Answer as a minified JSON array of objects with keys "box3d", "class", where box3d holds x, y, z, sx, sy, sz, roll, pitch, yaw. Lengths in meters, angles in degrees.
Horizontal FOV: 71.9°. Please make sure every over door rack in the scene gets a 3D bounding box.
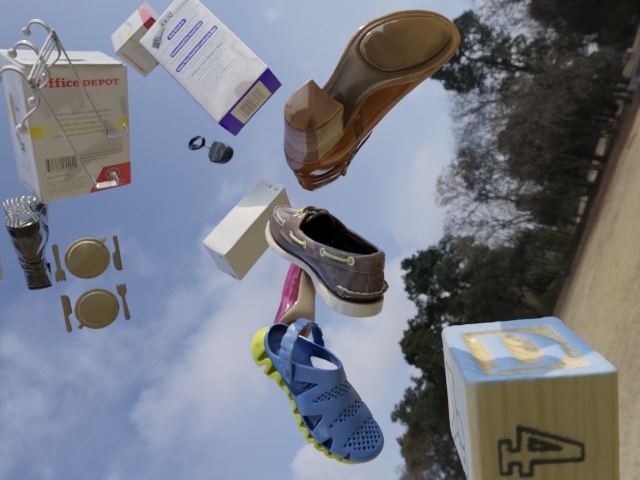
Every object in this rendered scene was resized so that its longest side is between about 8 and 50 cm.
[{"box3d":[-0.589,-0.296,1.017,0.324,0.108,0.240,67,-173,-49],"class":"over door rack"}]

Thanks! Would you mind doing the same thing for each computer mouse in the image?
[{"box3d":[-0.353,-0.293,1.427,0.041,0.242,0.071,18,-84,-50],"class":"computer mouse"}]

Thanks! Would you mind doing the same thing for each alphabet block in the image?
[{"box3d":[0.300,0.247,0.662,0.192,0.193,0.197,-63,-35,-76],"class":"alphabet block"}]

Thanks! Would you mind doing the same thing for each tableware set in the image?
[{"box3d":[-0.486,0.092,0.943,0.128,0.039,0.195,-10,-91,-20],"class":"tableware set"}]

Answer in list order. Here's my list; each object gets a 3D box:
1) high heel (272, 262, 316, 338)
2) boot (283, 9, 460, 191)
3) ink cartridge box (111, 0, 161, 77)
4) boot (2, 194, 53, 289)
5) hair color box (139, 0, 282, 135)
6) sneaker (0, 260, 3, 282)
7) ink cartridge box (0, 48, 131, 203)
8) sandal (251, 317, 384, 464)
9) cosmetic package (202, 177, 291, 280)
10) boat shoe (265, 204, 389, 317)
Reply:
[{"box3d":[-0.090,0.202,1.428,0.127,0.181,0.378,36,-104,-29],"class":"high heel"},{"box3d":[0.068,-0.188,0.656,0.283,0.109,0.220,-42,-12,-9],"class":"boot"},{"box3d":[-0.595,-0.679,1.497,0.176,0.127,0.128,-37,-35,11],"class":"ink cartridge box"},{"box3d":[-0.876,0.000,1.338,0.118,0.338,0.223,-8,-63,-21],"class":"boot"},{"box3d":[-0.282,-0.453,1.130,0.185,0.339,0.110,-45,-13,7],"class":"hair color box"},{"box3d":[-0.642,-0.002,0.697,0.210,0.366,0.138,-11,-108,-36],"class":"sneaker"},{"box3d":[-0.721,-0.337,1.282,0.279,0.160,0.385,-25,-42,-46],"class":"ink cartridge box"},{"box3d":[0.002,0.267,0.814,0.126,0.317,0.138,-32,-16,-49],"class":"sandal"},{"box3d":[-0.170,-0.030,1.082,0.231,0.085,0.117,-50,-31,-24],"class":"cosmetic package"},{"box3d":[0.000,0.000,0.719,0.116,0.324,0.097,-4,-64,-27],"class":"boat shoe"}]
